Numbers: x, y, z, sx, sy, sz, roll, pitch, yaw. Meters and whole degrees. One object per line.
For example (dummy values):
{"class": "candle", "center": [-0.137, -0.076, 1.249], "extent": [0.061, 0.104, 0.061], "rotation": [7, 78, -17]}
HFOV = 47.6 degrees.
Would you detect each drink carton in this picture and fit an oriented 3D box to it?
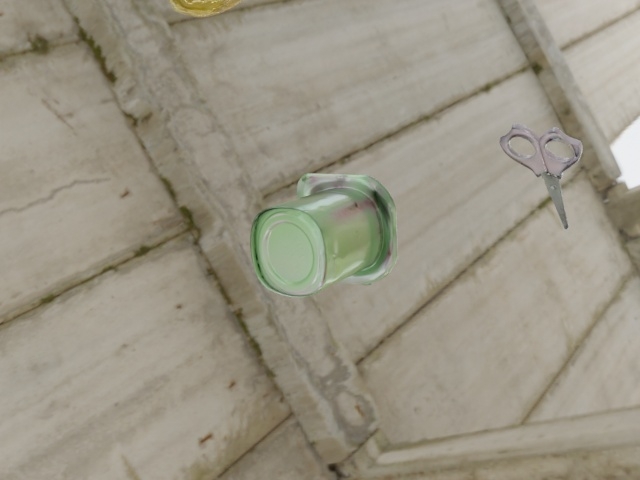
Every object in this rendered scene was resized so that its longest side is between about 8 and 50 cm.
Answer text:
{"class": "drink carton", "center": [0.000, 0.000, 0.887], "extent": [0.142, 0.144, 0.146], "rotation": [-22, -67, -56]}

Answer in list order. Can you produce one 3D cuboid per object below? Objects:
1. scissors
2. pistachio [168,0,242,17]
{"class": "scissors", "center": [0.287, -0.074, 0.903], "extent": [0.015, 0.100, 0.189], "rotation": [-58, -43, -25]}
{"class": "pistachio", "center": [-0.108, -0.337, 0.791], "extent": [0.145, 0.117, 0.201], "rotation": [12, -123, 5]}
